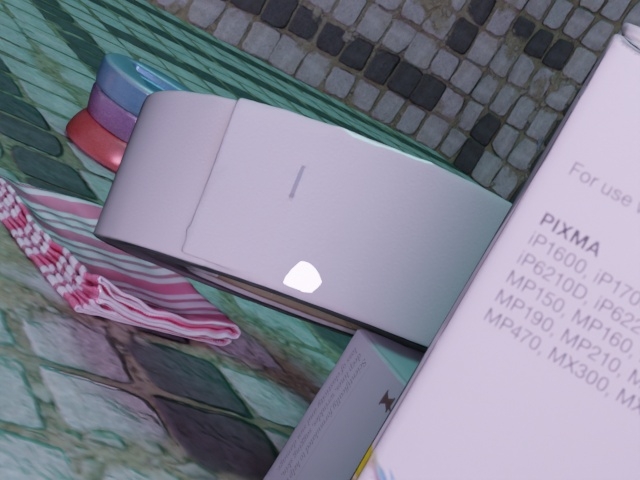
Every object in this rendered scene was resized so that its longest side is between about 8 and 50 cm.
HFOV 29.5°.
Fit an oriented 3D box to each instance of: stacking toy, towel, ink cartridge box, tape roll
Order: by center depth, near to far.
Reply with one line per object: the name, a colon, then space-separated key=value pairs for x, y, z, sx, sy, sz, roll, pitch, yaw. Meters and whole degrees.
ink cartridge box: x=0.093 y=0.095 z=0.457 sx=0.131 sy=0.306 sz=0.226 roll=34 pitch=12 yaw=14
tape roll: x=0.000 y=0.000 z=0.798 sx=0.286 sy=0.100 sz=0.286 roll=20 pitch=-6 yaw=2
towel: x=-0.158 y=0.007 z=0.894 sx=0.144 sy=0.029 sz=0.197 roll=20 pitch=16 yaw=-47
stacking toy: x=-0.080 y=-0.088 z=1.248 sx=0.309 sy=0.130 sz=0.279 roll=36 pitch=12 yaw=19

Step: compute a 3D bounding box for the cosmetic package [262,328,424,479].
cosmetic package: x=0.093 y=0.148 z=0.724 sx=0.231 sy=0.117 sz=0.085 roll=26 pitch=12 yaw=-33
